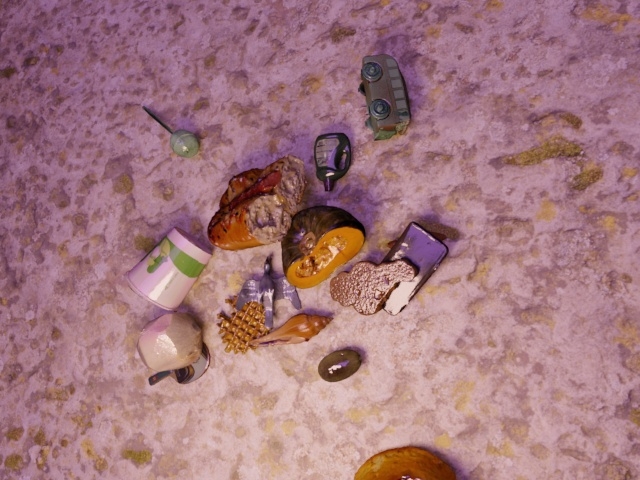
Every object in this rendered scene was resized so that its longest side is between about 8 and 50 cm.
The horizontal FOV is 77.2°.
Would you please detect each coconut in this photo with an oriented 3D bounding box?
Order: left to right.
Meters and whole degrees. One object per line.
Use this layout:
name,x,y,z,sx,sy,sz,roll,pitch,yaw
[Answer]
coconut,-0.561,0.381,1.530,0.231,0.227,0.227,-27,73,16

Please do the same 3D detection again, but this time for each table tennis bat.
table tennis bat,-0.578,0.510,1.636,0.301,0.022,0.173,-29,71,11

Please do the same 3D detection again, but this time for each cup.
cup,-0.585,0.106,1.600,0.253,0.253,0.274,39,87,21

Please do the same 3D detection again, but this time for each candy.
candy,-0.694,-0.511,1.809,0.440,0.119,0.119,41,96,27

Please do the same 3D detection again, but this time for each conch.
conch,-0.107,0.323,1.461,0.331,0.109,0.093,-15,57,17

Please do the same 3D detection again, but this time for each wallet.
wallet,0.284,0.100,1.362,0.165,0.042,0.309,39,109,16

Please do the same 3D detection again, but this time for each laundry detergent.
laundry detergent,0.046,-0.292,1.520,0.145,0.078,0.221,-4,79,15

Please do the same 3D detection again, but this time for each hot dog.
hot dog,-0.262,-0.126,1.484,0.366,0.196,0.367,-15,44,46

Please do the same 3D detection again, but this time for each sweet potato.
sweet potato,0.330,-0.002,1.385,0.202,0.055,0.058,-12,73,17

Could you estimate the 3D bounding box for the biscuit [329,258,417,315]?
biscuit,0.178,0.150,1.372,0.320,0.047,0.183,-33,81,27

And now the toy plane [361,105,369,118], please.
toy plane,0.198,-0.508,1.531,0.078,0.024,0.084,18,87,3

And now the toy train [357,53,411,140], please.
toy train,0.227,-0.527,1.456,0.160,0.129,0.326,-9,77,-5

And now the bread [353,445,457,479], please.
bread,0.255,0.818,1.201,0.359,0.204,0.336,-27,69,15

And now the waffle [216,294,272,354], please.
waffle,-0.295,0.321,1.552,0.232,0.051,0.228,-15,76,15

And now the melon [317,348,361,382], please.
melon,0.067,0.430,1.384,0.162,0.099,0.099,-27,73,14

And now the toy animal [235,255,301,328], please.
toy animal,-0.192,0.192,1.506,0.239,0.176,0.255,1,97,0

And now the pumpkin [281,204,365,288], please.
pumpkin,0.000,0.000,1.441,0.325,0.242,0.232,-38,42,14
